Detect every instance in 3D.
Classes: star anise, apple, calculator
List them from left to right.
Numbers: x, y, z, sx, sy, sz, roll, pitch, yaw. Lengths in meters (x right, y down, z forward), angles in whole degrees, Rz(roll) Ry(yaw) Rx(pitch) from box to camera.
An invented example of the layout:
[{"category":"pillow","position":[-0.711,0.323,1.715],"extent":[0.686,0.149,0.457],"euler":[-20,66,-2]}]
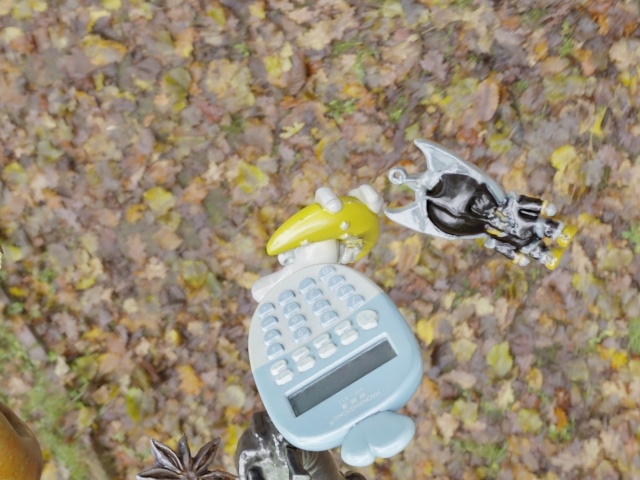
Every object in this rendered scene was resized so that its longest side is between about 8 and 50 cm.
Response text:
[{"category":"apple","position":[-0.504,0.321,1.320],"extent":[0.237,0.237,0.207],"euler":[45,76,1]},{"category":"star anise","position":[-0.281,0.499,1.923],"extent":[0.230,0.262,0.081],"euler":[50,134,-3]},{"category":"calculator","position":[0.016,0.138,1.093],"extent":[0.188,0.303,0.042],"euler":[-30,135,0]}]

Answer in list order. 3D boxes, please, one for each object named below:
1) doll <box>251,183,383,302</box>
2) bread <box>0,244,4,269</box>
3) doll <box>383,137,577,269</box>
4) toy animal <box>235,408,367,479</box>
[{"category":"doll","position":[0.000,0.000,1.694],"extent":[0.111,0.237,0.252],"euler":[55,148,24]},{"category":"bread","position":[-0.778,0.027,2.077],"extent":[0.125,0.156,0.086],"euler":[27,110,42]},{"category":"doll","position":[0.260,-0.055,1.557],"extent":[0.316,0.103,0.145],"euler":[25,146,7]},{"category":"toy animal","position":[-0.003,0.341,1.247],"extent":[0.106,0.168,0.343],"euler":[-28,141,7]}]
